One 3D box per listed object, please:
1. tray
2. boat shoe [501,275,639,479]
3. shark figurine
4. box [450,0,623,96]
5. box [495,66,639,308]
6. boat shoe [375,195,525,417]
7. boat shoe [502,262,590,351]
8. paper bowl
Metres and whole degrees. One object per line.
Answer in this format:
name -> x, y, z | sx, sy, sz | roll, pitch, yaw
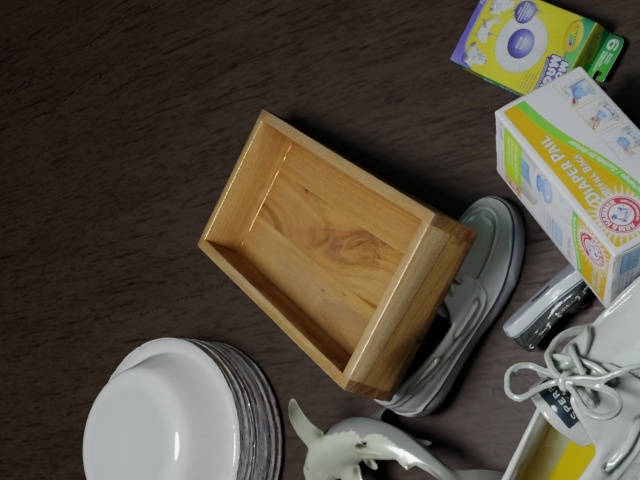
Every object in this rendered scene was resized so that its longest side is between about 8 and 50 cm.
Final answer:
tray -> 0.000, 0.000, 1.195 | 0.411, 0.076, 0.203 | 37, 103, 54
boat shoe -> 0.246, 0.144, 0.928 | 0.367, 0.156, 0.136 | -67, 28, 26
shark figurine -> 0.078, 0.227, 1.143 | 0.278, 0.116, 0.166 | -8, 109, 46
box -> 0.240, -0.211, 1.132 | 0.179, 0.043, 0.105 | 34, 103, 37
box -> 0.271, -0.053, 1.004 | 0.103, 0.114, 0.203 | -28, 59, -6
boat shoe -> 0.133, 0.067, 1.118 | 0.096, 0.088, 0.267 | 33, 94, 37
boat shoe -> 0.256, 0.060, 1.065 | 0.040, 0.049, 0.142 | 46, 106, -2
paper bowl -> -0.198, 0.269, 1.326 | 0.284, 0.148, 0.284 | -9, 75, 37
